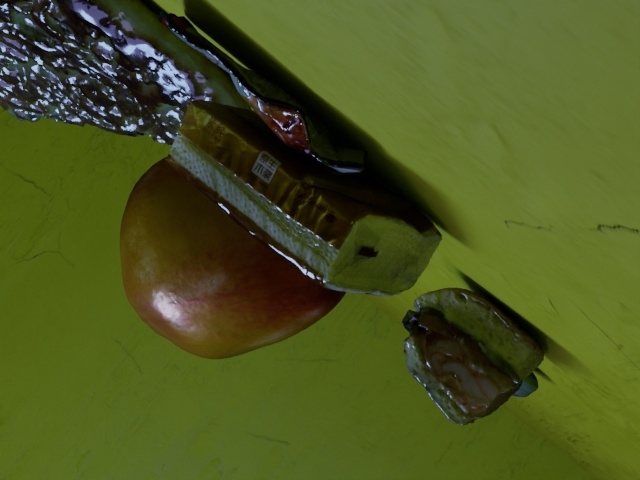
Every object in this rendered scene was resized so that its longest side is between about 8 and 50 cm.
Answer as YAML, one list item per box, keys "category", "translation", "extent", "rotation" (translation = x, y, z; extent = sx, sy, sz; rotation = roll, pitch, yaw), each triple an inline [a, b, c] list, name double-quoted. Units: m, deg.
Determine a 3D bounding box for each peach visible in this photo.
- category: "peach"
  translation: [-0.105, 0.006, 1.605]
  extent: [0.289, 0.289, 0.308]
  rotation: [40, 140, -21]

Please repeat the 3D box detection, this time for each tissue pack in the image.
- category: "tissue pack"
  translation: [-0.014, -0.039, 1.177]
  extent: [0.226, 0.092, 0.183]
  rotation: [35, -163, 29]

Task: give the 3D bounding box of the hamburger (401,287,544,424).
- category: "hamburger"
  translation: [0.194, 0.128, 1.467]
  extent: [0.155, 0.135, 0.207]
  rotation: [54, -163, 20]

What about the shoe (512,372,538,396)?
- category: "shoe"
  translation: [0.224, 0.182, 1.849]
  extent: [0.103, 0.100, 0.251]
  rotation: [42, 178, -34]

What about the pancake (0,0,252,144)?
- category: "pancake"
  translation: [-0.260, -0.210, 1.355]
  extent: [0.426, 0.067, 0.305]
  rotation: [17, 149, 19]

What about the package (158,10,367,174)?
- category: "package"
  translation: [-0.049, -0.126, 1.107]
  extent: [0.232, 0.040, 0.166]
  rotation: [37, -175, -4]
